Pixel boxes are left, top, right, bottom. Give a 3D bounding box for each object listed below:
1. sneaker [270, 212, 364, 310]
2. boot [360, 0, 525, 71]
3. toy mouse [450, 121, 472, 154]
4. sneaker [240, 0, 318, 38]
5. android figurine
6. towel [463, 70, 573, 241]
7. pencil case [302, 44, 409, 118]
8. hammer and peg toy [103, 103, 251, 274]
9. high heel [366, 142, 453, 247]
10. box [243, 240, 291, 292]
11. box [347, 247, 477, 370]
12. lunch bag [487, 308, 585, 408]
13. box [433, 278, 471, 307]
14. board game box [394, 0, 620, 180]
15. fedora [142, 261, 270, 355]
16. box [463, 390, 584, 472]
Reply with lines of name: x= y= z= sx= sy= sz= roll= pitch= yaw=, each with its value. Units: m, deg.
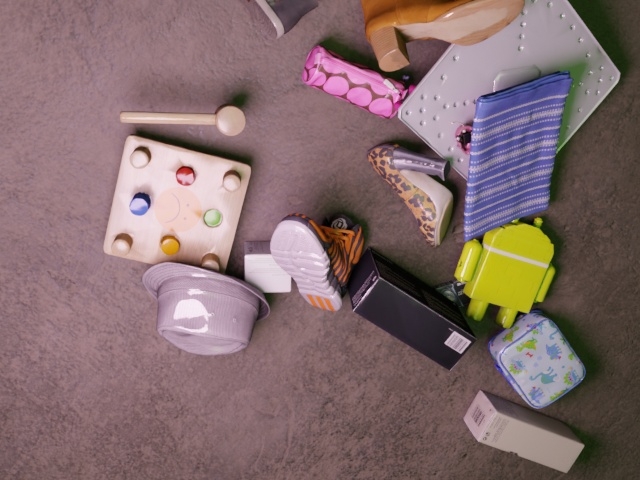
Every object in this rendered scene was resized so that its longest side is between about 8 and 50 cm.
sneaker: x=0.000 y=0.000 z=1.404 sx=0.125 sy=0.321 sz=0.180 roll=14 pitch=63 yaw=20
boot: x=0.216 y=-0.457 z=1.280 sx=0.295 sy=0.211 sz=0.104 roll=-19 pitch=148 yaw=20
toy mouse: x=0.321 y=-0.207 z=1.383 sx=0.161 sy=0.031 sz=0.143 roll=-2 pitch=117 yaw=-25
sneaker: x=-0.108 y=-0.513 z=1.313 sx=0.118 sy=0.083 sz=0.222 roll=-40 pitch=103 yaw=-16
android figurine: x=0.436 y=0.066 z=1.575 sx=0.248 sy=0.056 sz=0.272 roll=14 pitch=100 yaw=-18
towel: x=0.407 y=-0.171 z=1.408 sx=0.243 sy=0.040 sz=0.336 roll=-21 pitch=129 yaw=-23
pencil case: x=0.070 y=-0.325 z=1.379 sx=0.209 sy=0.098 sz=0.095 roll=18 pitch=93 yaw=-14
hammer and peg toy: x=-0.284 y=-0.117 z=1.370 sx=0.266 sy=0.127 sz=0.361 roll=13 pitch=104 yaw=-11
high heel: x=0.194 y=-0.099 z=1.502 sx=0.186 sy=0.093 sz=0.261 roll=19 pitch=140 yaw=26
box: x=-0.115 y=0.056 z=1.464 sx=0.102 sy=0.101 sz=0.087 roll=-1 pitch=107 yaw=-7
box: x=0.193 y=0.147 z=1.490 sx=0.261 sy=0.184 sz=0.103 roll=33 pitch=106 yaw=-13
lunch bag: x=0.521 y=0.289 z=1.649 sx=0.176 sy=0.090 sz=0.219 roll=-38 pitch=109 yaw=2
box: x=0.315 y=0.129 z=1.602 sx=0.083 sy=0.018 sz=0.067 roll=-15 pitch=109 yaw=-4
board game box: x=0.394 y=-0.310 z=1.412 sx=0.390 sy=0.050 sz=0.390 roll=34 pitch=99 yaw=-34
fedora: x=-0.243 y=0.159 z=1.400 sx=0.275 sy=0.124 sz=0.244 roll=24 pitch=146 yaw=-30
box: x=0.507 y=0.478 z=1.695 sx=0.275 sy=0.113 sz=0.094 roll=24 pitch=102 yaw=-14
